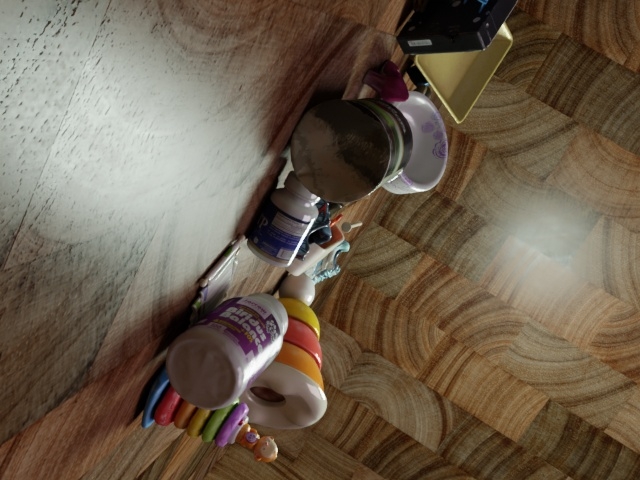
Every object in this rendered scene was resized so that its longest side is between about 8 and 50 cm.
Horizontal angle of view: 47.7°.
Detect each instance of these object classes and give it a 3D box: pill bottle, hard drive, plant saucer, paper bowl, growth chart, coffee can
[{"bbox_3d":[-0.069,-0.048,1.533,0.186,0.112,0.112,-61,172,18],"label":"pill bottle"},{"bbox_3d":[-0.179,0.214,1.515,0.169,0.169,0.301,-61,171,23],"label":"pill bottle"},{"bbox_3d":[0.362,-0.582,1.752,0.339,0.237,0.064,-57,133,-24],"label":"hard drive"},{"bbox_3d":[0.407,-0.574,2.148,0.333,0.081,0.333,-56,137,-6],"label":"plant saucer"},{"bbox_3d":[0.227,-0.275,2.067,0.148,0.284,0.284,-5,-141,46],"label":"paper bowl"},{"bbox_3d":[-0.225,0.110,1.511,0.172,0.021,0.237,-51,170,-40],"label":"growth chart"},{"bbox_3d":[0.073,-0.195,1.514,0.201,0.201,0.275,-60,172,18],"label":"coffee can"}]

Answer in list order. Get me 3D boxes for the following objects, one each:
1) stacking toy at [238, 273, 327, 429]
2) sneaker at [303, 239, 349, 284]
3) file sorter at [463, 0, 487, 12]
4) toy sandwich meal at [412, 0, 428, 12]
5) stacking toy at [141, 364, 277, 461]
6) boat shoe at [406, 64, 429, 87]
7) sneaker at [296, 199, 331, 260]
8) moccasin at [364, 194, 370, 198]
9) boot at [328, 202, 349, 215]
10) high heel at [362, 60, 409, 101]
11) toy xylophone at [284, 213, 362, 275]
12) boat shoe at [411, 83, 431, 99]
[{"bbox_3d":[-0.111,0.301,2.215,0.350,0.350,0.480,113,-5,-49],"label":"stacking toy"},{"bbox_3d":[-0.003,0.095,2.484,0.283,0.122,0.110,-57,172,-6],"label":"sneaker"},{"bbox_3d":[0.314,-0.596,1.587,0.118,0.170,0.104,-58,176,1],"label":"file sorter"},{"bbox_3d":[0.248,-0.584,1.726,0.085,0.029,0.085,-56,172,-12],"label":"toy sandwich meal"},{"bbox_3d":[-0.220,0.381,1.557,0.175,0.302,0.166,-48,168,-49],"label":"stacking toy"},{"bbox_3d":[0.361,-0.569,2.256,0.258,0.089,0.109,-46,-179,-41],"label":"boat shoe"},{"bbox_3d":[-0.021,-0.042,1.812,0.262,0.125,0.104,-52,171,-36],"label":"sneaker"},{"bbox_3d":[0.246,-0.276,2.498,0.380,0.147,0.139,-52,170,-38],"label":"moccasin"},{"bbox_3d":[0.037,-0.123,2.165,0.106,0.082,0.219,-35,-175,11],"label":"boot"},{"bbox_3d":[0.189,-0.388,1.800,0.082,0.117,0.244,-61,172,17],"label":"high heel"},{"bbox_3d":[0.000,0.000,2.091,0.236,0.081,0.323,-40,177,9],"label":"toy xylophone"},{"bbox_3d":[0.267,-0.356,2.270,0.335,0.095,0.112,-48,-159,46],"label":"boat shoe"}]
